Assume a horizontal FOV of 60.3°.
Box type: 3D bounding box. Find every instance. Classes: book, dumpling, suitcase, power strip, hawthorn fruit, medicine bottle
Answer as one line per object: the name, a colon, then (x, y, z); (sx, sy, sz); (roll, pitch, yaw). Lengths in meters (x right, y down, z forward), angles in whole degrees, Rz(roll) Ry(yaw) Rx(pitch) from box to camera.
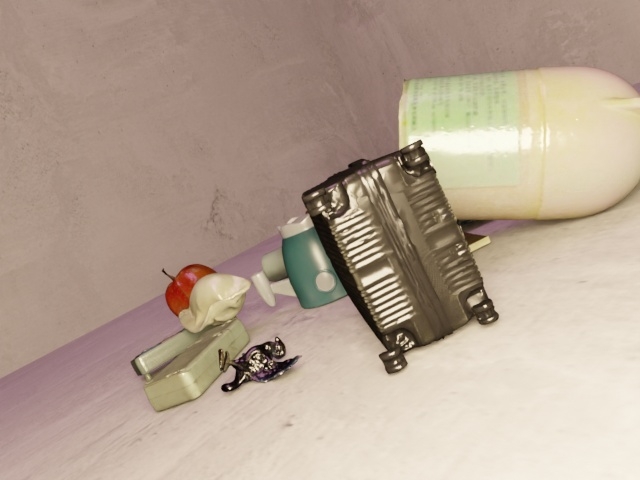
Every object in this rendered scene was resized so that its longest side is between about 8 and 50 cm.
book: (0.224, 0.018, 1.044); (0.138, 0.016, 0.199); (-25, 6, -2)
dumpling: (-0.221, 0.130, 1.113); (0.169, 0.100, 0.134); (5, 39, 29)
suitcase: (0.078, 0.004, 0.755); (0.152, 0.230, 0.335); (-26, 7, -3)
power strip: (-0.302, 0.226, 1.194); (0.215, 0.061, 0.145); (-28, 0, -29)
hawthorn fruit: (-0.336, 0.131, 1.444); (0.157, 0.194, 0.157); (-54, -6, -9)
medicine bottle: (0.336, -0.149, 0.863); (0.406, 0.236, 0.236); (0, 13, 15)
power strip: (-0.200, 0.202, 0.980); (0.093, 0.053, 0.288); (-24, 6, 18)

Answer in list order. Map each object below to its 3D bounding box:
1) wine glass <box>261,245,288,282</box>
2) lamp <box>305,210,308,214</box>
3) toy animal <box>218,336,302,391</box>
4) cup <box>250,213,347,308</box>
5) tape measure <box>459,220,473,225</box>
wine glass: (-0.050, 0.037, 1.529); (0.231, 0.103, 0.103); (-26, 5, 26)
lamp: (0.037, -0.045, 1.640); (0.161, 0.161, 0.185); (-28, 7, -24)
toy animal: (-0.099, 0.182, 0.816); (0.108, 0.062, 0.220); (-8, -5, -32)
cup: (-0.004, 0.027, 1.123); (0.299, 0.173, 0.167); (-24, 8, 7)
tape measure: (0.375, -0.106, 1.164); (0.330, 0.084, 0.164); (-23, 4, 4)
